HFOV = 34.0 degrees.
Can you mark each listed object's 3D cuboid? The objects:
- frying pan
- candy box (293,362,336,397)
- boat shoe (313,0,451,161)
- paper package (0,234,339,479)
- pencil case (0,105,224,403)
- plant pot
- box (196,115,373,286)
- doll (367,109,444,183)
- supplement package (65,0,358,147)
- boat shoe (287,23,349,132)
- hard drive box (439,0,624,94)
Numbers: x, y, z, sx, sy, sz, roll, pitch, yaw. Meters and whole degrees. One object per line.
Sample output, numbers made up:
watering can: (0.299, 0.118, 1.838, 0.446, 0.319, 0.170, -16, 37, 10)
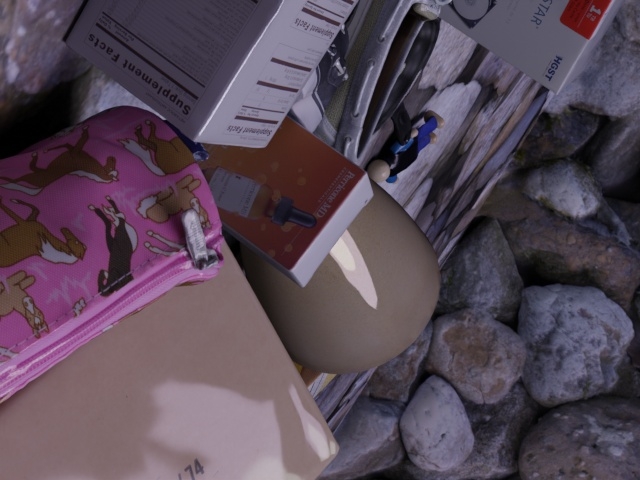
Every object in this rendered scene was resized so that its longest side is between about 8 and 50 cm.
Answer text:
frying pan: (0.114, -0.227, 1.472, 0.197, 0.053, 0.326, -57, 168, 14)
candy box: (-0.069, 0.149, 1.498, 0.316, 0.183, 0.087, -40, 160, -44)
boat shoe: (0.089, -0.246, 1.231, 0.320, 0.103, 0.118, -55, 166, 5)
paper package: (-0.185, 0.185, 0.961, 0.325, 0.168, 0.309, -43, 122, -30)
pencil case: (-0.231, 0.038, 0.711, 0.167, 0.160, 0.386, -18, -168, 43)
plant pot: (0.000, 0.000, 1.326, 0.256, 0.256, 0.274, -51, 149, -12)
box: (-0.051, -0.057, 1.091, 0.130, 0.170, 0.091, -53, 166, -6)
doll: (0.140, -0.146, 1.757, 0.189, 0.046, 0.129, -41, 160, -43)
supplement package: (-0.054, -0.208, 0.789, 0.244, 0.139, 0.134, -56, 165, 14)
boat shoe: (-0.021, -0.187, 1.015, 0.102, 0.108, 0.301, -53, 169, -3)
hard drive box: (0.261, -0.330, 1.326, 0.089, 0.232, 0.181, -40, 160, -43)
